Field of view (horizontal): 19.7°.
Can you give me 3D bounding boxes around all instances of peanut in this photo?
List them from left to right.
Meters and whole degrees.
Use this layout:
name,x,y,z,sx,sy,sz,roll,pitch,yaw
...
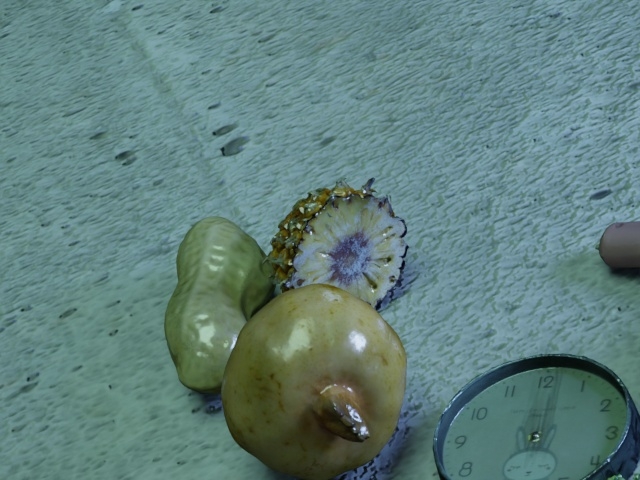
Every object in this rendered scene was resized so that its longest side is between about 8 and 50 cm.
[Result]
name,x,y,z,sx,sy,sz,roll,pitch,yaw
peanut,-0.115,0.077,2.161,0.125,0.111,0.274,-1,42,5

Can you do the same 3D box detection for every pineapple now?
name,x,y,z,sx,sy,sz,roll,pitch,yaw
pineapple,0.001,0.003,2.141,0.176,0.161,0.137,-56,36,-7

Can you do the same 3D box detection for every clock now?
name,x,y,z,sx,sy,sz,roll,pitch,yaw
clock,0.218,0.200,1.869,0.215,0.042,0.215,-15,36,12

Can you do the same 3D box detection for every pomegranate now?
name,x,y,z,sx,sy,sz,roll,pitch,yaw
pomegranate,-0.009,0.148,1.924,0.207,0.207,0.207,-15,37,12

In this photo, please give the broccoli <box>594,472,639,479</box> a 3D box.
name,x,y,z,sx,sy,sz,roll,pitch,yaw
broccoli,0.299,0.282,1.664,0.220,0.194,0.194,-39,32,19

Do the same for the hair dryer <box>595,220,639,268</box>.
name,x,y,z,sx,sy,sz,roll,pitch,yaw
hair dryer,0.419,0.014,1.925,0.352,0.125,0.210,-4,22,46
